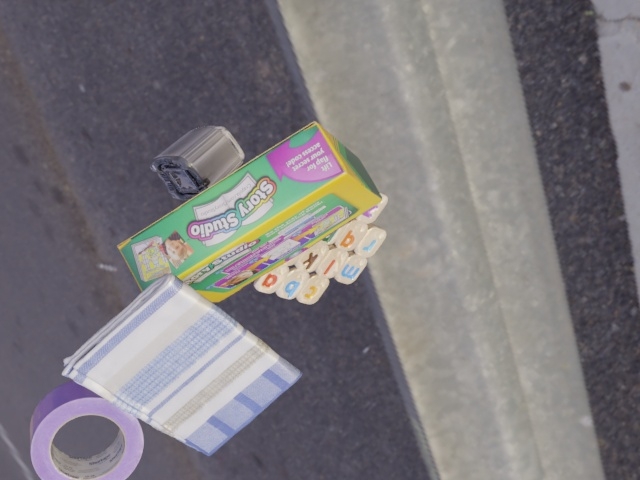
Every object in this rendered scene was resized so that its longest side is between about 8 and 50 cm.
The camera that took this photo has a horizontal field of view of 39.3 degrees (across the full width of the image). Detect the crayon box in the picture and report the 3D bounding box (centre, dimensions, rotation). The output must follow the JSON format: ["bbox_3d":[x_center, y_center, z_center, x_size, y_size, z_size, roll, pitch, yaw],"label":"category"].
[{"bbox_3d":[-0.099,-0.032,1.468,0.106,0.363,0.313,60,-171,12],"label":"crayon box"}]

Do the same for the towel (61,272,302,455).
[{"bbox_3d":[-0.187,0.181,1.256,0.285,0.209,0.034,42,-168,-35],"label":"towel"}]

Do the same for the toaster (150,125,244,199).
[{"bbox_3d":[-0.277,-0.180,2.056,0.227,0.146,0.129,2,133,56],"label":"toaster"}]

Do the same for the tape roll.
[{"bbox_3d":[-0.407,0.342,1.561,0.189,0.189,0.080,66,169,-24],"label":"tape roll"}]

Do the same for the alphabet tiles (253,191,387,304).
[{"bbox_3d":[0.000,0.000,1.745,0.278,0.284,0.021,-56,45,16],"label":"alphabet tiles"}]
